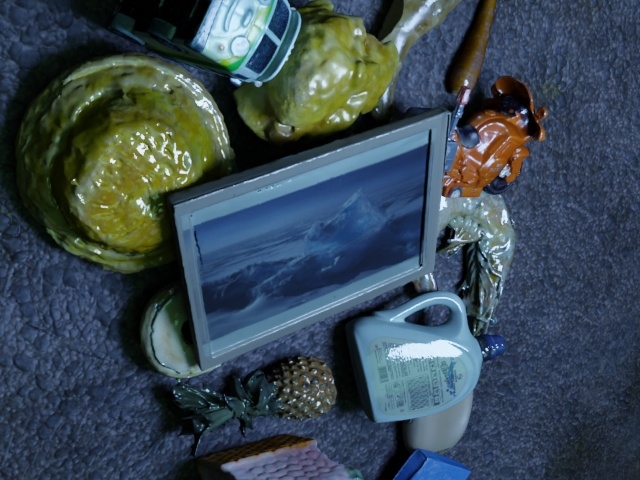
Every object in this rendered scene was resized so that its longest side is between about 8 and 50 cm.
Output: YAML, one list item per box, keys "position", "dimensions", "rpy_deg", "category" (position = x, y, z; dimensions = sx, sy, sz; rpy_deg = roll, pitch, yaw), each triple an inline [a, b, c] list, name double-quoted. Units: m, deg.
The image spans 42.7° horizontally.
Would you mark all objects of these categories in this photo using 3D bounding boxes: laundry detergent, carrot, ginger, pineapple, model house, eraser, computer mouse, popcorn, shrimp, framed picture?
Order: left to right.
- position: [-0.109, 0.263, 1.344]
  dimensions: [0.277, 0.130, 0.119]
  rpy_deg: [-11, 75, -30]
  category: "pineapple"
- position: [-0.069, 0.448, 1.365]
  dimensions: [0.202, 0.237, 0.236]
  rpy_deg: [-14, 116, -30]
  category: "model house"
- position: [-0.005, -0.241, 1.213]
  dimensions: [0.253, 0.190, 0.191]
  rpy_deg: [-45, 117, -8]
  category: "popcorn"
- position: [0.000, 0.000, 1.237]
  dimensions: [0.446, 0.028, 0.326]
  rpy_deg: [-21, 133, -21]
  category: "framed picture"
- position: [0.156, 0.551, 1.619]
  dimensions: [0.144, 0.042, 0.312]
  rpy_deg: [27, 102, -37]
  category: "eraser"
- position: [0.148, -0.336, 1.349]
  dimensions: [0.131, 0.086, 0.294]
  rpy_deg: [10, 108, -49]
  category: "ginger"
- position: [0.198, 0.203, 1.484]
  dimensions: [0.281, 0.105, 0.214]
  rpy_deg: [-15, 97, -10]
  category: "laundry detergent"
- position: [0.230, 0.319, 1.604]
  dimensions: [0.145, 0.082, 0.236]
  rpy_deg: [-4, 108, -30]
  category: "computer mouse"
- position: [0.265, 0.044, 1.543]
  dimensions: [0.247, 0.085, 0.360]
  rpy_deg: [-11, 105, -25]
  category: "shrimp"
- position: [0.278, -0.357, 1.445]
  dimensions: [0.048, 0.048, 0.216]
  rpy_deg: [20, 90, -35]
  category: "carrot"

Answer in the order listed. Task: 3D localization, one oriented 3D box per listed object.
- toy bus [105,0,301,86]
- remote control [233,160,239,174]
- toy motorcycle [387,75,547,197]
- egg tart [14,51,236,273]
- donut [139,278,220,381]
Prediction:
- position: [-0.147, -0.288, 1.055]
  dimensions: [0.165, 0.276, 0.133]
  rpy_deg: [25, 92, -39]
  category: "toy bus"
- position: [-0.159, -0.065, 1.256]
  dimensions: [0.087, 0.047, 0.244]
  rpy_deg: [-26, 118, -19]
  category: "remote control"
- position: [0.257, -0.175, 1.398]
  dimensions: [0.326, 0.148, 0.221]
  rpy_deg: [-3, 121, -37]
  category: "toy motorcycle"
- position: [-0.256, -0.089, 1.111]
  dimensions: [0.319, 0.128, 0.318]
  rpy_deg: [-8, 115, -17]
  category: "egg tart"
- position: [-0.205, 0.132, 1.278]
  dimensions: [0.175, 0.068, 0.174]
  rpy_deg: [-12, 113, -31]
  category: "donut"
